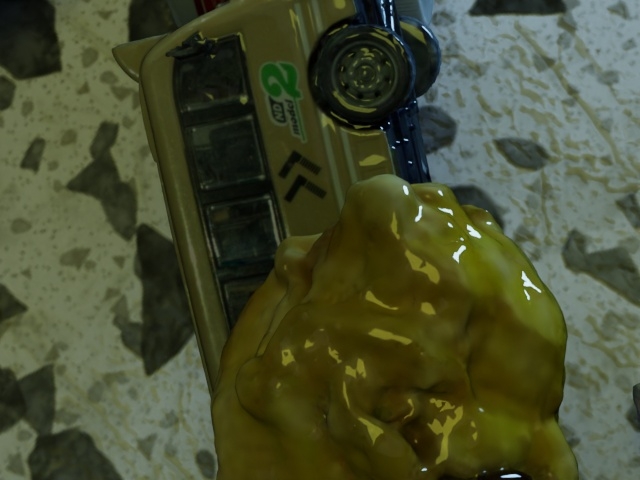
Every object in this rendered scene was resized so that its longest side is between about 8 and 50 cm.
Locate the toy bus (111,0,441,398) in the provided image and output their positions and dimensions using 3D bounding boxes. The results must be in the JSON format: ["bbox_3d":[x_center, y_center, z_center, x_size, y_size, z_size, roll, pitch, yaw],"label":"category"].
[{"bbox_3d":[0.000,0.000,1.107,0.202,0.177,0.365,-11,97,12],"label":"toy bus"}]

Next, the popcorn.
[{"bbox_3d":[0.034,0.092,0.932,0.190,0.191,0.253,-14,92,-31],"label":"popcorn"}]

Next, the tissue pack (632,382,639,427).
[{"bbox_3d":[0.348,0.142,1.052,0.257,0.123,0.215,-14,30,4],"label":"tissue pack"}]

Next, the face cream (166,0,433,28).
[{"bbox_3d":[-0.018,-0.248,1.233,0.187,0.201,0.201,-4,73,10],"label":"face cream"}]
